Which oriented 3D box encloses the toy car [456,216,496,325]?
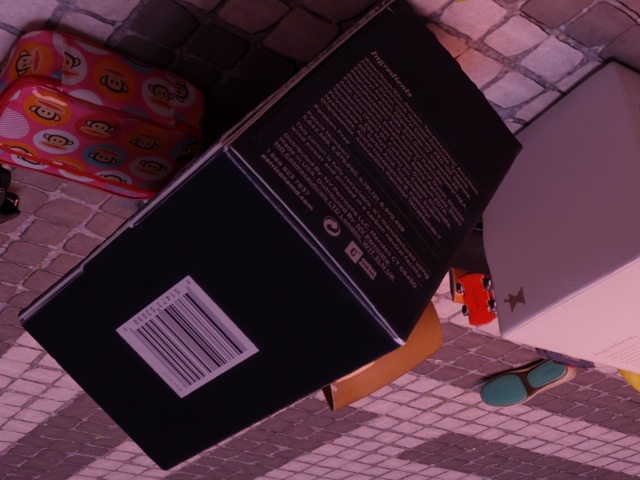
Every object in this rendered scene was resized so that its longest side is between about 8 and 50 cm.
[{"bbox_3d":[0.281,0.005,1.736,0.225,0.239,0.053,-48,172,21],"label":"toy car"}]

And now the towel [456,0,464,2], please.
[{"bbox_3d":[0.275,-0.371,1.214,0.237,0.021,0.102,-12,142,15],"label":"towel"}]

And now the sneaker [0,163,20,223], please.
[{"bbox_3d":[-0.559,-0.104,1.501,0.130,0.109,0.286,-11,157,0],"label":"sneaker"}]

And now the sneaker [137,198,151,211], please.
[{"bbox_3d":[-0.288,-0.046,1.646,0.076,0.065,0.166,-8,147,15],"label":"sneaker"}]

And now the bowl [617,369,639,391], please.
[{"bbox_3d":[0.654,0.166,1.942,0.156,0.289,0.289,16,161,33],"label":"bowl"}]

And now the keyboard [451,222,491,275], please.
[{"bbox_3d":[0.166,-0.040,1.651,0.317,0.033,0.201,13,140,4],"label":"keyboard"}]

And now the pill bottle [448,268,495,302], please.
[{"bbox_3d":[0.369,0.068,1.830,0.246,0.130,0.130,-4,149,1],"label":"pill bottle"}]

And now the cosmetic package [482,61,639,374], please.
[{"bbox_3d":[0.510,-0.010,1.527,0.394,0.329,0.327,16,144,-30],"label":"cosmetic package"}]

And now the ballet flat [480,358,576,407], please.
[{"bbox_3d":[0.513,0.348,2.360,0.248,0.086,0.086,-26,142,30],"label":"ballet flat"}]

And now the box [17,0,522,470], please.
[{"bbox_3d":[-0.055,-0.013,1.272,0.297,0.471,0.480,48,131,-9],"label":"box"}]

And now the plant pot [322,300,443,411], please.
[{"bbox_3d":[0.109,0.196,1.959,0.254,0.237,0.237,-16,150,-9],"label":"plant pot"}]

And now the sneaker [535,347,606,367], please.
[{"bbox_3d":[0.516,0.186,2.046,0.148,0.131,0.350,-8,145,22],"label":"sneaker"}]

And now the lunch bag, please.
[{"bbox_3d":[-0.339,-0.165,1.401,0.293,0.120,0.258,17,148,-31],"label":"lunch bag"}]
